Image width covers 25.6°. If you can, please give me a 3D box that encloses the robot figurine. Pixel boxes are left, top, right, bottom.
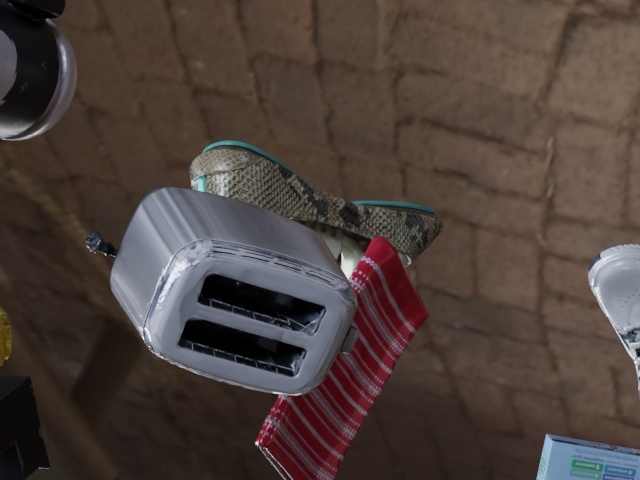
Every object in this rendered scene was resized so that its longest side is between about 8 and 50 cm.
[{"bbox_3d":[-0.416,-0.215,1.683,0.209,0.173,0.278,-5,172,27],"label":"robot figurine"}]

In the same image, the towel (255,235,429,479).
[{"bbox_3d":[0.031,0.149,1.586,0.031,0.274,0.199,21,159,28],"label":"towel"}]

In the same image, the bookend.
[{"bbox_3d":[-0.490,0.305,2.125,0.072,0.156,0.157,-3,108,20],"label":"bookend"}]

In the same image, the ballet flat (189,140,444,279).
[{"bbox_3d":[0.000,0.000,2.074,0.164,0.182,0.483,-19,154,41],"label":"ballet flat"}]

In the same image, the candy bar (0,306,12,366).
[{"bbox_3d":[-0.272,0.078,1.198,0.018,0.040,0.161,-1,-178,-15],"label":"candy bar"}]

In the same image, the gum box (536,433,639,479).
[{"bbox_3d":[0.369,0.370,1.931,0.157,0.184,0.041,10,-174,-5],"label":"gum box"}]

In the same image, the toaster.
[{"bbox_3d":[-0.077,0.041,1.183,0.227,0.129,0.146,19,-167,-26],"label":"toaster"}]

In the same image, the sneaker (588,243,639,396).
[{"bbox_3d":[0.351,0.120,1.426,0.094,0.153,0.235,-21,128,17],"label":"sneaker"}]
